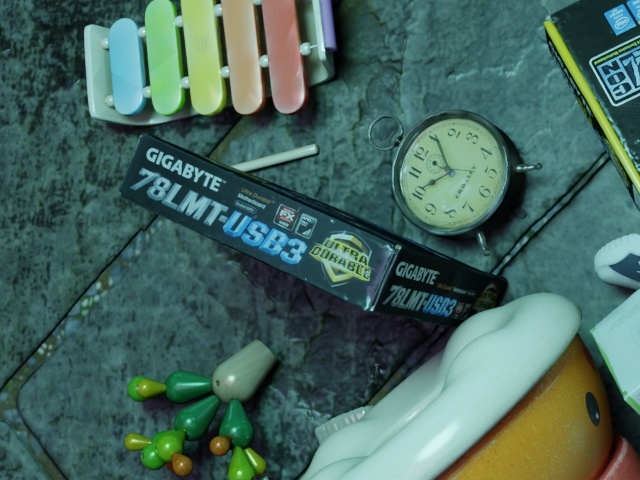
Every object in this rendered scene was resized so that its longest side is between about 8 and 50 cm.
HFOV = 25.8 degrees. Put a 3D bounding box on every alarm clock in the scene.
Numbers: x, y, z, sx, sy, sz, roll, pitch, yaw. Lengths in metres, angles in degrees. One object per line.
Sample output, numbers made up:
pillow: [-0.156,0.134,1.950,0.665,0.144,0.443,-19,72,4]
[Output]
alarm clock: [0.127,-0.075,1.443,0.192,0.064,0.129,34,98,24]

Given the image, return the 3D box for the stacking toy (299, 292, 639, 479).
stacking toy: [0.221,0.317,1.247,0.350,0.350,0.480,-41,90,15]

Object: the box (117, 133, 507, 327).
box: [0.000,0.000,1.365,0.296,0.293,0.073,24,94,28]

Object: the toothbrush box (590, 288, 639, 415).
toothbrush box: [0.400,0.123,1.161,0.206,0.122,0.283,-42,111,14]

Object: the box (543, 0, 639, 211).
box: [0.402,-0.157,1.263,0.322,0.079,0.257,-25,65,4]

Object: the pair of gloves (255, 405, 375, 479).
pair of gloves: [0.012,0.308,1.452,0.240,0.042,0.204,-36,72,19]

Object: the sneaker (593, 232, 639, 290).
sneaker: [0.363,0.078,1.285,0.235,0.094,0.153,6,76,17]

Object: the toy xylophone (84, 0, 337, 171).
toy xylophone: [-0.111,-0.188,1.567,0.323,0.081,0.236,-20,74,22]

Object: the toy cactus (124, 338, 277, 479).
toy cactus: [-0.114,0.188,1.504,0.180,0.112,0.219,-45,36,-13]
